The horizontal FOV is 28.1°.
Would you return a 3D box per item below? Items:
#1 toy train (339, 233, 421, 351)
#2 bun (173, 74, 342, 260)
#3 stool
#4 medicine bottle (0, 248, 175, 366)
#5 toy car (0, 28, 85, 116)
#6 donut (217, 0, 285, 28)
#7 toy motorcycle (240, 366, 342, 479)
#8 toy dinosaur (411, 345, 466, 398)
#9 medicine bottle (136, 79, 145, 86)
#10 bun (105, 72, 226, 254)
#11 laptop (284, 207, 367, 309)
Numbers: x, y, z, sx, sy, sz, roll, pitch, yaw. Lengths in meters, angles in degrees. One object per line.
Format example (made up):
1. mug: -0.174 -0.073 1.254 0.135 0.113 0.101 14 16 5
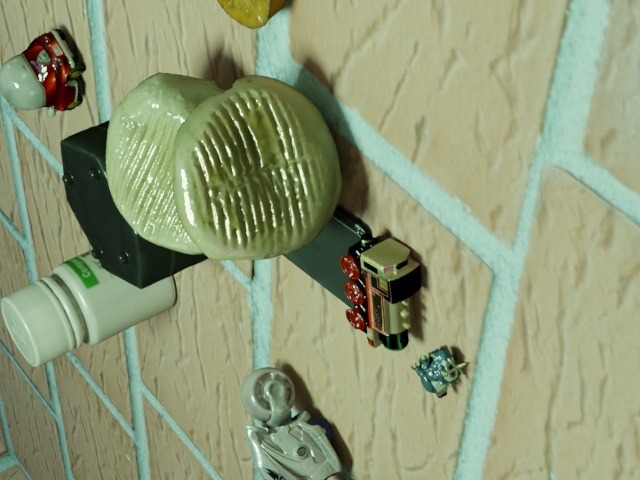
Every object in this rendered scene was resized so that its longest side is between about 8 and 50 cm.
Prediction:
1. toy train: 0.067 0.059 1.364 0.087 0.050 0.138 32 141 41
2. bun: -0.073 -0.078 1.355 0.128 0.179 0.193 -141 36 -77
3. stool: -0.243 -0.057 1.709 0.232 0.141 0.232 41 145 36
4. medicine bottle: -0.351 0.090 1.930 0.139 0.237 0.139 44 149 35
5. toy car: -0.421 -0.244 1.892 0.112 0.112 0.139 59 154 9
6. donut: -0.074 -0.272 1.324 0.108 0.043 0.097 48 149 25
7. toy motorcycle: -0.034 0.288 1.685 0.254 0.112 0.112 59 153 5
8. toy dinosaur: 0.125 0.141 1.354 0.047 0.031 0.083 59 154 13
9. medicine bottle: -0.200 -0.174 1.634 0.083 0.047 0.047 33 140 45
10. bun: -0.145 -0.093 1.511 0.231 0.133 0.231 15 120 27
11. laptop: 0.000 0.000 1.468 0.180 0.016 0.129 38 144 42
